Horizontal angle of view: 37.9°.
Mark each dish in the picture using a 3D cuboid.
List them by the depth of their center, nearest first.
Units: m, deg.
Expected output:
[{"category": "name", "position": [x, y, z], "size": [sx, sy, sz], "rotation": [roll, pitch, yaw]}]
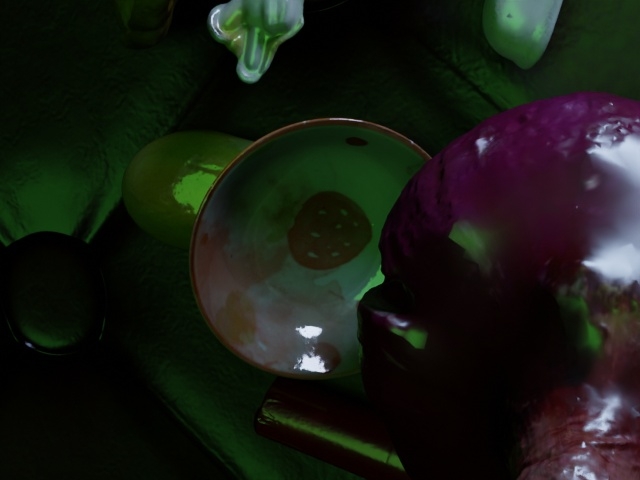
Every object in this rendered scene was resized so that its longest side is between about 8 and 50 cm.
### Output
[{"category": "dish", "position": [0.000, 0.000, 0.898], "size": [0.260, 0.085, 0.260], "rotation": [-4, 112, -11]}]

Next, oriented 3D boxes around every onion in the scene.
[{"category": "onion", "position": [0.207, 0.100, 0.687], "size": [0.398, 0.420, 0.399], "rotation": [2, 106, 9]}]

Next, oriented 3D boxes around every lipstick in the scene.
[{"category": "lipstick", "position": [0.069, 0.213, 0.939], "size": [0.279, 0.073, 0.073], "rotation": [19, 103, 17]}]

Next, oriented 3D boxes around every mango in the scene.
[{"category": "mango", "position": [-0.109, -0.053, 0.959], "size": [0.194, 0.092, 0.130], "rotation": [-11, 92, 12]}]

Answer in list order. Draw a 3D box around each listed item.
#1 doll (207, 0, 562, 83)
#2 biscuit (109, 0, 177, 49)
[{"category": "doll", "position": [0.052, -0.319, 0.824], "size": [0.422, 0.161, 0.348], "rotation": [-3, 89, 5]}, {"category": "biscuit", "position": [-0.175, -0.340, 0.835], "size": [0.078, 0.329, 0.335], "rotation": [-12, 113, -16]}]
